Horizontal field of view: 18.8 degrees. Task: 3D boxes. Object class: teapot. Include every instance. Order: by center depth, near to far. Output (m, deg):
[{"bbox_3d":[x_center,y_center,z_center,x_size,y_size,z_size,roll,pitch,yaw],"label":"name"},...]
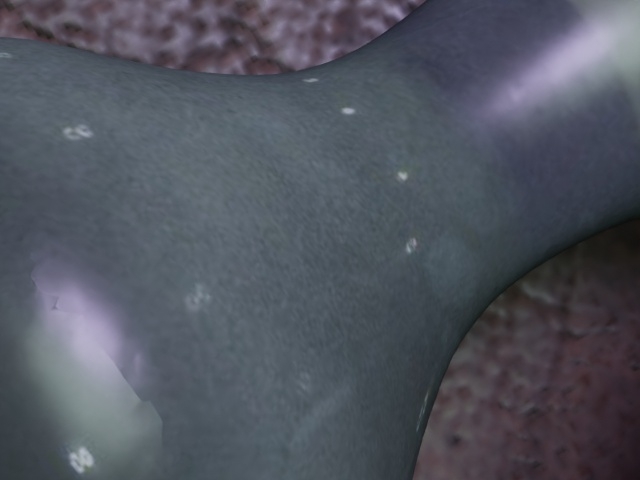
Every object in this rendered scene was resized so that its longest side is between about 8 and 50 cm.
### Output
[{"bbox_3d":[0.000,0.000,0.464,0.251,0.183,0.183,-34,91,-16],"label":"teapot"}]
